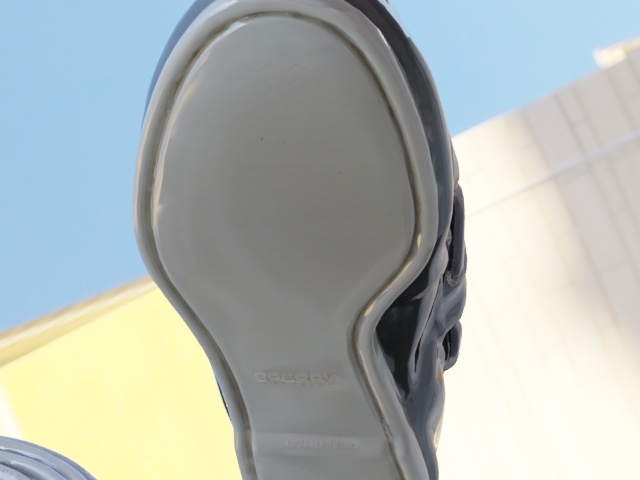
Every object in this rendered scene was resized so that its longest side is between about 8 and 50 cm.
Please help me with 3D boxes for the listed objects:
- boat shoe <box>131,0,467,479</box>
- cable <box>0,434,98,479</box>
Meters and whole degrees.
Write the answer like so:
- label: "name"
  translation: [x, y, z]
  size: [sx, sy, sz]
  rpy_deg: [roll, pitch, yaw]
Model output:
- label: "boat shoe"
  translation: [0.000, 0.000, 0.757]
  size: [0.335, 0.112, 0.096]
  rpy_deg: [83, -165, -51]
- label: "cable"
  translation: [-0.210, 0.192, 0.955]
  size: [0.257, 0.257, 0.089]
  rpy_deg: [-72, -24, -56]
